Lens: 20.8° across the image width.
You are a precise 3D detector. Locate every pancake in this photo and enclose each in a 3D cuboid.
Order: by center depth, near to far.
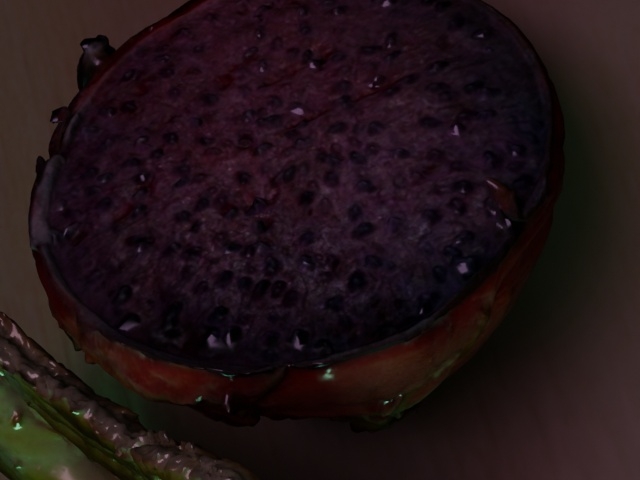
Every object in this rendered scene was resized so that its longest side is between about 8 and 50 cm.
[{"bbox_3d":[-0.061,0.116,0.694,0.266,0.244,0.057,44,73,1],"label":"pancake"}]

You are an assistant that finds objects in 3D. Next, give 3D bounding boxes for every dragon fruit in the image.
[{"bbox_3d":[-0.001,0.003,0.731,0.218,0.148,0.224,-34,51,-12],"label":"dragon fruit"}]
